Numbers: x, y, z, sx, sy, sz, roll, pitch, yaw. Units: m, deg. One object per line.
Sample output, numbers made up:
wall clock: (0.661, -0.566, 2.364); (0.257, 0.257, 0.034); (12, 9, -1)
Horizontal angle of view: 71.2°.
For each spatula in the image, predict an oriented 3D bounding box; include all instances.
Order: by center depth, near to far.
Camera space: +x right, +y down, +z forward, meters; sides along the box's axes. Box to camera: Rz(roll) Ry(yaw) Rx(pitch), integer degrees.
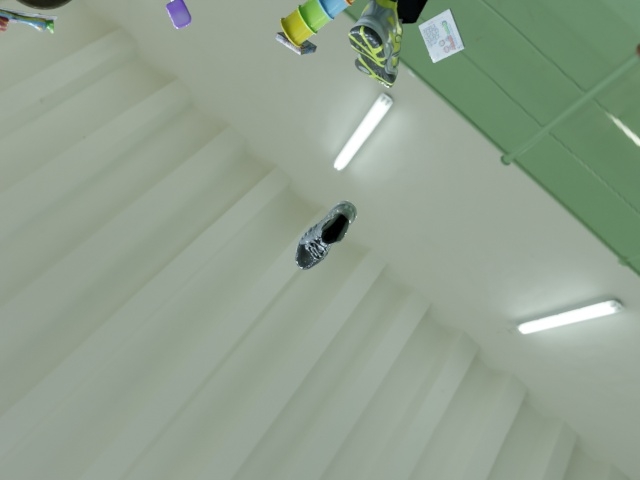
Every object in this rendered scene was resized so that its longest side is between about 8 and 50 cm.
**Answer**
spatula: (-0.583, -0.939, 1.664); (0.084, 0.296, 0.030); (-10, -125, 16)

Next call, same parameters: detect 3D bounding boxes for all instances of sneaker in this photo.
sneaker: (0.000, 0.000, 1.136); (0.086, 0.229, 0.132); (37, -160, -4)
sneaker: (0.184, -0.562, 1.290); (0.145, 0.384, 0.147); (31, -85, 5)

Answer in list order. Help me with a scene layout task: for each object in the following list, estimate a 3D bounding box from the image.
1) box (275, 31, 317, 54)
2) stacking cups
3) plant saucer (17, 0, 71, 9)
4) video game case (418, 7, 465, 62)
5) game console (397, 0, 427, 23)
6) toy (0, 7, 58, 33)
box: (-0.094, -0.769, 1.734); (0.137, 0.027, 0.094); (40, -136, 19)
stacking cups: (0.033, -0.669, 1.232); (0.096, 0.316, 0.096); (38, -142, -37)
plant saucer: (-0.751, -0.766, 1.195); (0.041, 0.278, 0.278); (35, -119, 14)
video game case: (0.481, -0.808, 1.769); (0.019, 0.143, 0.157); (-43, -68, -38)
game console: (0.170, -0.800, 1.294); (0.361, 0.044, 0.213); (32, -108, -16)
toy: (-0.772, -0.525, 1.070); (0.237, 0.136, 0.056); (-12, -71, -36)
